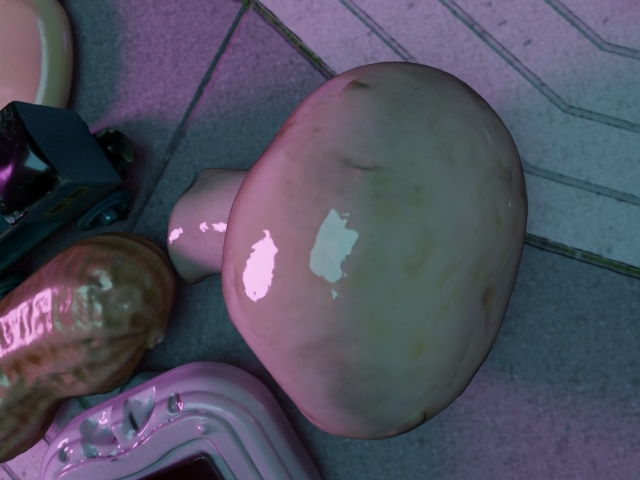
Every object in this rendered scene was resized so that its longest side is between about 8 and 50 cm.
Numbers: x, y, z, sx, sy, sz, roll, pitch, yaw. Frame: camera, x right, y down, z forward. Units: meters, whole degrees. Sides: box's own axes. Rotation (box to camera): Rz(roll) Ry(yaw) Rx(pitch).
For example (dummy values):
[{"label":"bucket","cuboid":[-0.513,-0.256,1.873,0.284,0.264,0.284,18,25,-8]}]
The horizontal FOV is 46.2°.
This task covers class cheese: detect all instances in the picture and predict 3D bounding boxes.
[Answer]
[{"label":"cheese","cuboid":[-0.311,-0.243,0.811,0.127,0.054,0.251,18,96,8]}]

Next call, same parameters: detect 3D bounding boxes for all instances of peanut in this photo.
[{"label":"peanut","cuboid":[-0.278,0.114,0.779,0.153,0.140,0.325,42,104,-13]}]

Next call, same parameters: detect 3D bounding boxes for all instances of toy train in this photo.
[{"label":"toy train","cuboid":[-0.329,-0.019,0.754,0.298,0.194,0.120,-35,86,13]}]

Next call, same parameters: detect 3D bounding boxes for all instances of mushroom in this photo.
[{"label":"mushroom","cuboid":[0.000,0.000,0.659,0.336,0.314,0.314,9,95,33]}]

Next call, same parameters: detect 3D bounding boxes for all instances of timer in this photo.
[{"label":"timer","cuboid":[-0.140,0.258,0.755,0.262,0.087,0.237,-26,105,12]}]

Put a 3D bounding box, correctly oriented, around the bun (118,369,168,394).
[{"label":"bun","cuboid":[-0.175,0.173,0.802,0.083,0.045,0.083,0,105,-1]}]
